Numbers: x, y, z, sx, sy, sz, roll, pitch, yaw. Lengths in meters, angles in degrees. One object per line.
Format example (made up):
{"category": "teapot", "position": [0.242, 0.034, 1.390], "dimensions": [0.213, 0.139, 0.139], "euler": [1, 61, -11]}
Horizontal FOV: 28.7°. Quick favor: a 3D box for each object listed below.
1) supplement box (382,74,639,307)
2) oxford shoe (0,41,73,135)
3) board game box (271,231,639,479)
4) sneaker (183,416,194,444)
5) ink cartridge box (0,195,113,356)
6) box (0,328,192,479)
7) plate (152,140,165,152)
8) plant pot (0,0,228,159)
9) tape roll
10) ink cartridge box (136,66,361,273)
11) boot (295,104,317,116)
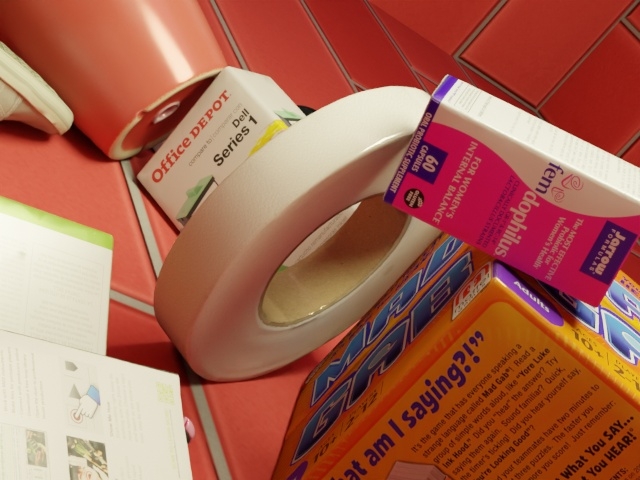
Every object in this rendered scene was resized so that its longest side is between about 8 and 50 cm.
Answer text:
{"category": "supplement box", "position": [0.185, -0.048, 1.151], "dimensions": [0.220, 0.111, 0.114], "euler": [26, 22, 4]}
{"category": "oxford shoe", "position": [-0.428, -0.196, 1.374], "dimensions": [0.169, 0.130, 0.449], "euler": [36, 2, 22]}
{"category": "board game box", "position": [0.204, 0.208, 1.327], "dimensions": [0.356, 0.356, 0.356], "euler": [39, 21, -6]}
{"category": "sneaker", "position": [-0.172, 0.174, 1.180], "dimensions": [0.119, 0.047, 0.057], "euler": [33, 33, -19]}
{"category": "ink cartridge box", "position": [-0.286, 0.098, 1.070], "dimensions": [0.188, 0.097, 0.255], "euler": [22, 61, -43]}
{"category": "box", "position": [-0.228, 0.181, 0.945], "dimensions": [0.322, 0.058, 0.232], "euler": [23, 44, -44]}
{"category": "plate", "position": [-0.166, -0.151, 1.859], "dimensions": [0.277, 0.045, 0.278], "euler": [47, 20, 17]}
{"category": "plant pot", "position": [-0.262, -0.256, 1.617], "dimensions": [0.243, 0.275, 0.275], "euler": [54, 21, 5]}
{"category": "tape roll", "position": [0.000, 0.000, 1.346], "dimensions": [0.072, 0.392, 0.392], "euler": [49, 21, 22]}
{"category": "ink cartridge box", "position": [-0.072, -0.054, 1.592], "dimensions": [0.278, 0.201, 0.117], "euler": [49, 19, 21]}
{"category": "boot", "position": [-0.008, -0.137, 1.990], "dimensions": [0.246, 0.094, 0.207], "euler": [54, 7, 15]}
